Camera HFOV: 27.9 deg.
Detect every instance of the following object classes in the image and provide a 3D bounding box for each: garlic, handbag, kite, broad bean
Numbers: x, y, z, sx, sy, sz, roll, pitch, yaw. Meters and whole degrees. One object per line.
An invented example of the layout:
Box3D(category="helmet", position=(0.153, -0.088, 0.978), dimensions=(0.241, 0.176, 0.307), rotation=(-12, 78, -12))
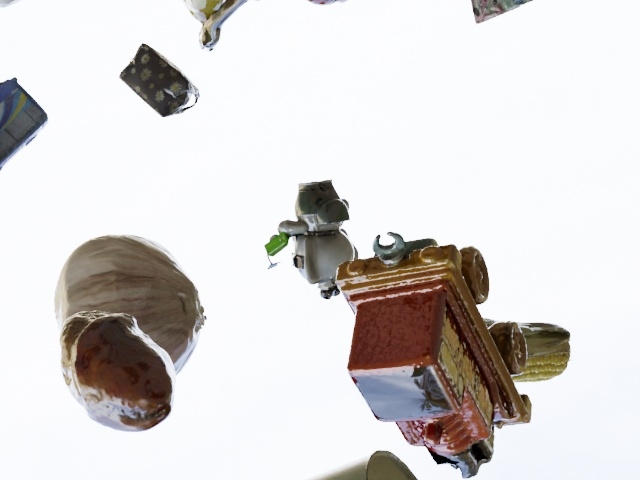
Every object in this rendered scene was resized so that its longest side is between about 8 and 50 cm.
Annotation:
Box3D(category="garlic", position=(-0.334, 0.130, 2.310), dimensions=(0.260, 0.317, 0.317), rotation=(-5, -156, 13))
Box3D(category="handbag", position=(-0.236, -0.251, 2.059), dimensions=(0.115, 0.072, 0.139), rotation=(41, -164, 17))
Box3D(category="kite", position=(0.261, -0.382, 1.871), dimensions=(0.139, 0.156, 0.011), rotation=(37, -160, 23))
Box3D(category="broad bean", position=(-0.285, 0.174, 1.815), dimensions=(0.156, 0.122, 0.228), rotation=(-6, -141, -25))

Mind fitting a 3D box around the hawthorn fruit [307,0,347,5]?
Box3D(category="hawthorn fruit", position=(0.013, -0.387, 1.652), dimensions=(0.148, 0.172, 0.148), rotation=(-5, -143, 3))

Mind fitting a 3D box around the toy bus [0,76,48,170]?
Box3D(category="toy bus", position=(-0.440, -0.097, 1.579), dimensions=(0.236, 0.094, 0.079), rotation=(-48, -178, -16))

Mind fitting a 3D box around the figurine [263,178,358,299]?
Box3D(category="figurine", position=(0.000, 0.000, 2.060), dimensions=(0.126, 0.192, 0.147), rotation=(-7, -177, 45))

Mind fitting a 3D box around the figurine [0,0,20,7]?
Box3D(category="figurine", position=(-0.571, -0.458, 2.105), dimensions=(0.257, 0.144, 0.181), rotation=(4, -127, -5))

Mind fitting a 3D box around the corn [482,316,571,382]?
Box3D(category="corn", position=(0.328, 0.194, 2.335), dimensions=(0.305, 0.123, 0.122), rotation=(6, -155, -38))

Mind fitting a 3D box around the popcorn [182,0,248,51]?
Box3D(category="popcorn", position=(-0.085, -0.377, 1.278), dimensions=(0.349, 0.381, 0.349), rotation=(6, -170, -1))

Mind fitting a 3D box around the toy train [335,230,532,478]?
Box3D(category="toy train", position=(0.139, 0.144, 1.613), dimensions=(0.163, 0.369, 0.231), rotation=(-9, -138, 24))

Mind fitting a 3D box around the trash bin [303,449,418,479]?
Box3D(category="trash bin", position=(-0.044, 0.512, 1.970), dimensions=(0.432, 0.280, 0.280), rotation=(-28, -161, 19))
